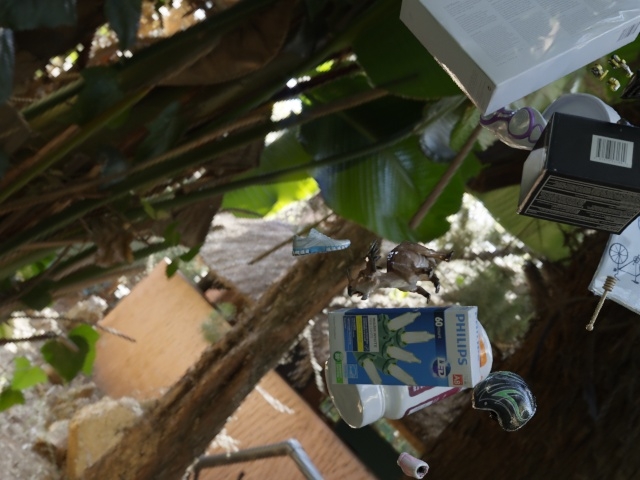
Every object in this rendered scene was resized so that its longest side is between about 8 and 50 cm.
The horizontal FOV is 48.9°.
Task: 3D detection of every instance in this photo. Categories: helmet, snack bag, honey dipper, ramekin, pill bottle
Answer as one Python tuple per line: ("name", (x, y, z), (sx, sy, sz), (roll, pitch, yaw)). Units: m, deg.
("helmet", (0.543, 0.472, 2.104), (0.162, 0.169, 0.169), (51, -6, 0))
("snack bag", (0.974, 0.065, 2.073), (0.323, 0.343, 0.037), (26, -9, -11))
("honey dipper", (0.770, 0.174, 1.933), (0.030, 0.161, 0.030), (25, -4, 2))
("ramekin", (0.807, -0.314, 2.173), (0.127, 0.273, 0.273), (-2, 28, -37))
("pill bottle", (0.224, 0.325, 1.819), (0.224, 0.391, 0.224), (43, -39, 48))

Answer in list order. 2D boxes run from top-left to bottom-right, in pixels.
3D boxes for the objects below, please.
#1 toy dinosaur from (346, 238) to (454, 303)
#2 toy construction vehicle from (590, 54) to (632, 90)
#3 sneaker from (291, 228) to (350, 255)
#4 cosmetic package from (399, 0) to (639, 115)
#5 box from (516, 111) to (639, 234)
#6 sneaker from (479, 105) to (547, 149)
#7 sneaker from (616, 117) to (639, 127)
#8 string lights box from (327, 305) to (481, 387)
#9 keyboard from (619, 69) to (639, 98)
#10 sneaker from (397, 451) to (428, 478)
("toy dinosaur", (0.206, 0.057, 1.762), (0.200, 0.127, 0.295), (24, 30, 22))
("toy construction vehicle", (0.838, -0.485, 2.018), (0.098, 0.086, 0.035), (46, -9, -7))
("sneaker", (0.000, 0.000, 2.239), (0.071, 0.190, 0.083), (133, -49, -80))
("cosmetic package", (0.387, -0.435, 1.351), (0.284, 0.377, 0.097), (57, -16, 21))
("box", (0.705, -0.170, 1.854), (0.296, 0.183, 0.294), (13, -20, 5))
("sneaker", (0.605, -0.330, 2.099), (0.152, 0.114, 0.305), (31, 11, -28))
("sneaker", (0.869, -0.286, 1.894), (0.170, 0.089, 0.051), (45, 13, -30))
("string lights box", (0.148, 0.187, 1.257), (0.259, 0.134, 0.076), (-4, -1, 25))
("keyboard", (0.900, -0.387, 1.666), (0.201, 0.316, 0.033), (88, -1, -70))
("sneaker", (0.254, 0.601, 1.845), (0.070, 0.051, 0.134), (23, -17, 37))
